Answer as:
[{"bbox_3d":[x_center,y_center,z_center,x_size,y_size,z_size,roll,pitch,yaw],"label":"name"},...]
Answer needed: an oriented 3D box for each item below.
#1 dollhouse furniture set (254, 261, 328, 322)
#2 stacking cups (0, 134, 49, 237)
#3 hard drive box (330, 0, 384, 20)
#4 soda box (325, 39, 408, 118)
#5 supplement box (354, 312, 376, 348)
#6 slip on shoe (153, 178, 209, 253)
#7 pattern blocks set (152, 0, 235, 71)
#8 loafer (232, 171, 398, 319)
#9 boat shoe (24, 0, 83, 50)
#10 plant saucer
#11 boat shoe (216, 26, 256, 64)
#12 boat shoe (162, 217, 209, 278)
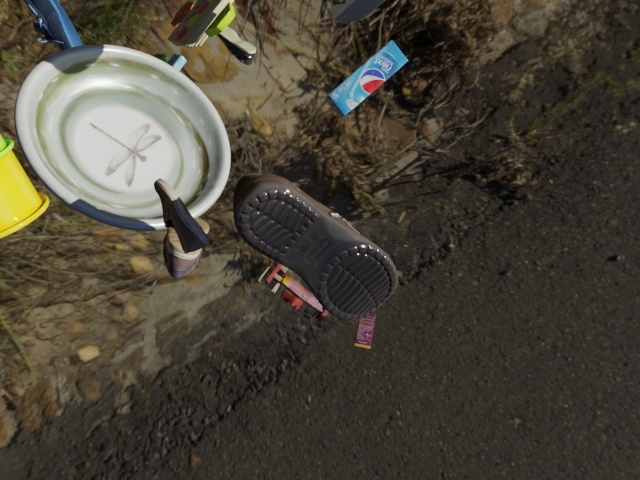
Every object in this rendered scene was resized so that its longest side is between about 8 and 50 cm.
[{"bbox_3d":[-0.066,0.120,1.671,0.201,0.374,0.152,38,81,-7],"label":"dollhouse furniture set"},{"bbox_3d":[-0.348,-0.149,0.449,0.096,0.096,0.316,-20,118,-5],"label":"stacking cups"},{"bbox_3d":[0.103,-0.675,1.343,0.089,0.232,0.181,-8,93,-22],"label":"hard drive box"},{"bbox_3d":[0.113,-0.401,1.359,0.210,0.071,0.067,-42,98,0],"label":"soda box"},{"bbox_3d":[0.116,0.232,1.412,0.043,0.055,0.083,10,96,7],"label":"supplement box"},{"bbox_3d":[-0.220,-0.037,0.820,0.041,0.051,0.135,-35,75,-15],"label":"slip on shoe"},{"bbox_3d":[-0.275,-0.528,1.280,0.325,0.285,0.026,-47,131,4],"label":"pattern blocks set"},{"bbox_3d":[0.000,0.000,0.865,0.134,0.130,0.366,-40,131,7],"label":"loafer"},{"bbox_3d":[-0.726,-0.582,1.464,0.089,0.109,0.258,-28,88,1],"label":"boat shoe"},{"bbox_3d":[-0.379,-0.190,1.067,0.400,0.100,0.400,16,59,-30],"label":"plant saucer"},{"bbox_3d":[-0.204,-0.456,1.257,0.133,0.042,0.049,42,45,15],"label":"boat shoe"},{"bbox_3d":[-0.324,0.005,1.280,0.103,0.285,0.092,21,103,-17],"label":"boat shoe"}]
